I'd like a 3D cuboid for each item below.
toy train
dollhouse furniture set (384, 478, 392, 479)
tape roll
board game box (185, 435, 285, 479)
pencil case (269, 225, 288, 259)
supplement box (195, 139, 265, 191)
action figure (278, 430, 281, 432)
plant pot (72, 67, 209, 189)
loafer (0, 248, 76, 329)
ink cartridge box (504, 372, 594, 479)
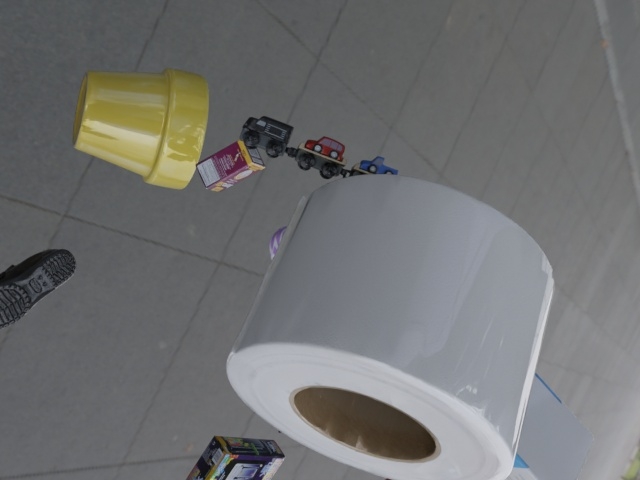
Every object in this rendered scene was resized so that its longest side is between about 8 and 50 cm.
[{"bbox_3d":[0.004,-0.077,0.731,0.027,0.158,0.036,163,-52,-84],"label":"toy train"},{"bbox_3d":[0.077,0.515,1.281,0.374,0.201,0.152,-41,148,17],"label":"dollhouse furniture set"},{"bbox_3d":[0.063,0.085,0.691,0.246,0.246,0.169,76,31,-54],"label":"tape roll"},{"bbox_3d":[-0.161,0.414,1.370,0.141,0.048,0.170,19,109,-47],"label":"board game box"},{"bbox_3d":[0.000,0.000,1.234,0.088,0.206,0.086,-33,101,-32],"label":"pencil case"},{"bbox_3d":[-0.133,-0.110,1.194,0.083,0.043,0.055,-27,171,15],"label":"supplement box"},{"bbox_3d":[0.018,0.176,1.231,0.141,0.164,0.275,-73,178,-81],"label":"action figure"},{"bbox_3d":[-0.385,-0.249,1.688,0.239,0.254,0.253,9,111,-24],"label":"plant pot"},{"bbox_3d":[-0.541,0.087,1.428,0.220,0.078,0.080,-34,120,-30],"label":"loafer"},{"bbox_3d":[0.319,0.399,1.499,0.270,0.198,0.197,-42,179,43],"label":"ink cartridge box"}]
